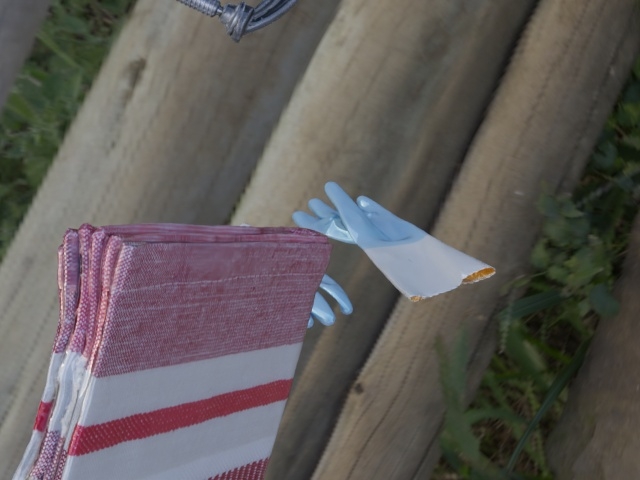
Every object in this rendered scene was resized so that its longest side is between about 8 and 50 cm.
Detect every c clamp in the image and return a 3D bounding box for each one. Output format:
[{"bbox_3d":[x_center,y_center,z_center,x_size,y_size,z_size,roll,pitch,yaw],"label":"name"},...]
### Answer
[{"bbox_3d":[-0.085,-0.156,0.727,0.161,0.022,0.137,21,59,-3],"label":"c clamp"}]

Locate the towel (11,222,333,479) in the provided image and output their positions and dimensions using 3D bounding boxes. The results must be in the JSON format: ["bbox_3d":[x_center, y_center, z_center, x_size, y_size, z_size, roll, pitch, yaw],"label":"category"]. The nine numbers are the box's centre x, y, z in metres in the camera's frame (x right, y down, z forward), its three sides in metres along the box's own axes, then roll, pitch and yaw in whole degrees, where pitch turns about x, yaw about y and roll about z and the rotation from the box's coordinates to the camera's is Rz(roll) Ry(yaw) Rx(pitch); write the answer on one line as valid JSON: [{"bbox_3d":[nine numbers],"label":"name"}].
[{"bbox_3d":[-0.092,0.149,0.649,0.037,0.237,0.329,19,96,21],"label":"towel"}]

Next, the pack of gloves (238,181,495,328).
[{"bbox_3d":[0.000,0.000,1.109,0.195,0.232,0.046,-16,114,-24],"label":"pack of gloves"}]
